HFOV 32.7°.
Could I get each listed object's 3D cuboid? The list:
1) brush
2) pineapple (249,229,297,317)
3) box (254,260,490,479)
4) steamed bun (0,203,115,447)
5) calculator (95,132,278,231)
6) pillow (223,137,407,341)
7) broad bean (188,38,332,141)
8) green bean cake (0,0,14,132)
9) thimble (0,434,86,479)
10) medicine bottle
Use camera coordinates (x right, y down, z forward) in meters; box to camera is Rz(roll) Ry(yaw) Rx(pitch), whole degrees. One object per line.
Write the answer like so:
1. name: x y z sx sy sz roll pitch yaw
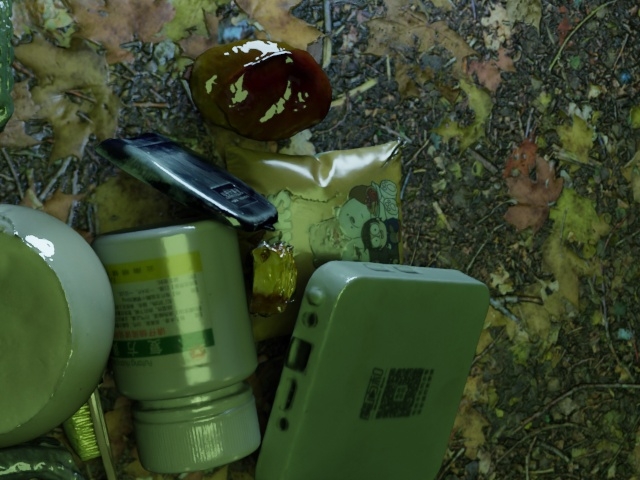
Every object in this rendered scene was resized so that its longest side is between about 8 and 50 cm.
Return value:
1. brush: -0.326 0.324 1.586 0.067 0.072 0.313 -13 99 -1
2. pineapple: -0.075 0.054 1.548 0.069 0.137 0.116 1 65 9
3. box: 0.084 0.216 1.662 0.373 0.090 0.367 6 103 -45
4. steamed bun: -0.427 0.110 1.433 0.324 0.206 0.324 0 94 3
5. calculator: -0.177 -0.081 1.547 0.268 0.177 0.040 32 108 9
6. pillow: 0.000 0.000 1.695 0.312 0.119 0.310 -4 97 -20
7. broad bean: -0.093 -0.227 1.653 0.228 0.122 0.156 -3 90 -26
8. green bean cake: -0.529 -0.242 1.457 0.227 0.125 0.222 0 89 -20
9. thimble: -0.432 0.365 1.473 0.236 0.172 0.205 -38 108 -17
10. medicine bottle: -0.199 0.143 1.556 0.208 0.208 0.339 -11 95 -24
